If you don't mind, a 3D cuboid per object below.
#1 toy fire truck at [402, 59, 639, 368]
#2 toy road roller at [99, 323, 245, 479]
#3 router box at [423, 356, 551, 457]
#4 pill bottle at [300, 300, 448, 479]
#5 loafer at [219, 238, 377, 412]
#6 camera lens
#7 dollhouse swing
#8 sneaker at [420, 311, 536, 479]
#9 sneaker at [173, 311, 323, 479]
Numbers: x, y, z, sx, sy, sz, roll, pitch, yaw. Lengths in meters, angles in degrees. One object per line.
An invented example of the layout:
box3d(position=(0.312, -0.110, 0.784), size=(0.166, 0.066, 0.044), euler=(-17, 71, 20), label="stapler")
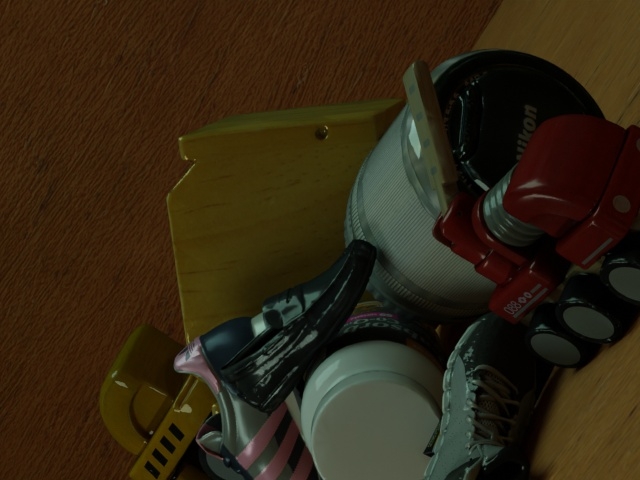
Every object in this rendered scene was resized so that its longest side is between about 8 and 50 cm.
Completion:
box3d(position=(0.163, -0.045, 1.243), size=(0.158, 0.246, 0.217), euler=(-62, 4, -29), label="toy fire truck")
box3d(position=(-0.199, 0.262, 2.095), size=(0.329, 0.240, 0.202), euler=(-56, 5, 29), label="toy road roller")
box3d(position=(0.166, 0.125, 1.421), size=(0.179, 0.046, 0.133), euler=(-61, 4, -14), label="router box")
box3d(position=(0.060, 0.169, 1.615), size=(0.162, 0.162, 0.278), euler=(-59, 4, 10), label="pill bottle")
box3d(position=(-0.023, 0.081, 1.581), size=(0.223, 0.078, 0.076), euler=(-53, 6, 24), label="loafer")
box3d(position=(0.156, -0.049, 1.573), size=(0.219, 0.219, 0.274), euler=(-62, 4, -27), label="camera lens")
box3d(position=(0.000, 0.000, 1.888), size=(0.305, 0.315, 0.347), euler=(-83, -14, -75), label="dollhouse swing")
box3d(position=(0.146, 0.159, 1.268), size=(0.132, 0.086, 0.228), euler=(145, 146, -70), label="sneaker")
box3d(position=(-0.064, 0.234, 1.730), size=(0.131, 0.319, 0.112), euler=(-17, 15, 4), label="sneaker")
